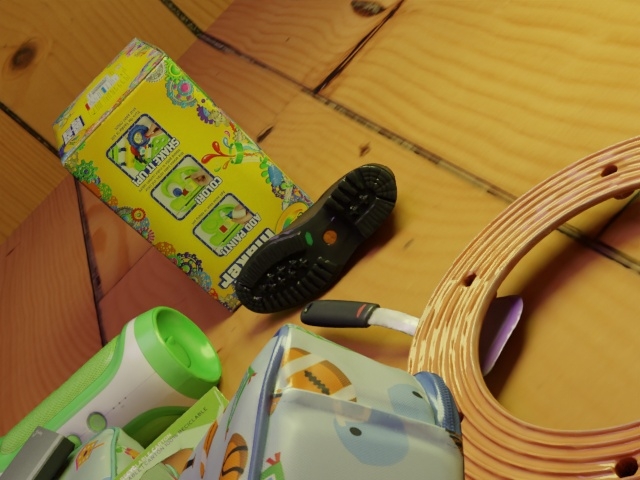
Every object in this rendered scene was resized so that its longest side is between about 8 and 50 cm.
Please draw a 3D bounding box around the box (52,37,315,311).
[{"bbox_3d":[-0.182,-0.098,1.218,0.177,0.279,0.290,-47,23,-1],"label":"box"}]

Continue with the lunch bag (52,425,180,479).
[{"bbox_3d":[-0.226,0.319,0.852,0.224,0.108,0.279,-45,23,7],"label":"lunch bag"}]

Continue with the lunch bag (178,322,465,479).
[{"bbox_3d":[-0.025,0.202,0.422,0.303,0.115,0.243,-82,16,-47],"label":"lunch bag"}]

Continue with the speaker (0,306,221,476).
[{"bbox_3d":[-0.253,0.206,1.051,0.296,0.131,0.131,-41,24,13],"label":"speaker"}]

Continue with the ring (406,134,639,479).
[{"bbox_3d":[0.207,0.044,0.632,0.337,0.032,0.336,-31,29,20],"label":"ring"}]

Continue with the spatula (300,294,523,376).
[{"bbox_3d":[0.067,0.074,0.833,0.296,0.030,0.084,4,54,54],"label":"spatula"}]

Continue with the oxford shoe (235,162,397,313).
[{"bbox_3d":[0.000,0.000,1.036,0.227,0.083,0.096,-39,7,15],"label":"oxford shoe"}]

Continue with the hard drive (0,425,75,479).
[{"bbox_3d":[-0.305,0.251,0.929,0.135,0.022,0.094,-56,23,-22],"label":"hard drive"}]

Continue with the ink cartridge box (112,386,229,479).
[{"bbox_3d":[-0.092,0.214,0.664,0.189,0.097,0.255,-43,48,-13],"label":"ink cartridge box"}]
